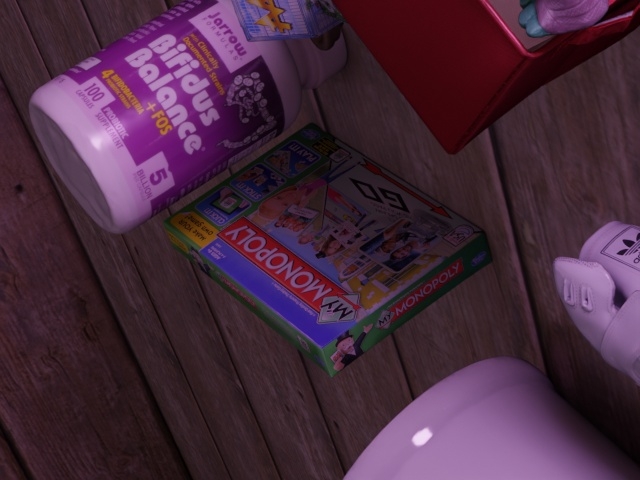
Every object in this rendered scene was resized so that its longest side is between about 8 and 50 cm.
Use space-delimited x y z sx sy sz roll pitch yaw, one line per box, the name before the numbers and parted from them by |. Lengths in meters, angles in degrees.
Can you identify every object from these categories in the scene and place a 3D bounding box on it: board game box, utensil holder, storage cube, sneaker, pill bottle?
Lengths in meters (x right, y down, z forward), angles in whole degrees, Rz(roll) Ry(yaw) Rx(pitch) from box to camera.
board game box | 0.000 0.000 1.644 0.317 0.213 0.046 35 153 46
utensil holder | 0.234 0.355 1.506 0.385 0.327 0.328 40 157 32
storage cube | 0.122 -0.205 1.034 0.215 0.183 0.193 53 163 7
sneaker | 0.278 0.031 1.113 0.210 0.137 0.366 44 162 25
pill bottle | -0.127 -0.151 1.562 0.169 0.301 0.169 48 161 22
board game box | 0.036 -0.214 1.218 0.194 0.194 0.060 33 151 51

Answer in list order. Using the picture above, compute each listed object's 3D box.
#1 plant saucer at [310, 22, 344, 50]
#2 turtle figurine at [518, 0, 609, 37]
plant saucer | -0.038 -0.304 1.390 0.278 0.041 0.278 154 90 -87
turtle figurine | 0.107 -0.222 0.817 0.118 0.175 0.234 35 170 42
